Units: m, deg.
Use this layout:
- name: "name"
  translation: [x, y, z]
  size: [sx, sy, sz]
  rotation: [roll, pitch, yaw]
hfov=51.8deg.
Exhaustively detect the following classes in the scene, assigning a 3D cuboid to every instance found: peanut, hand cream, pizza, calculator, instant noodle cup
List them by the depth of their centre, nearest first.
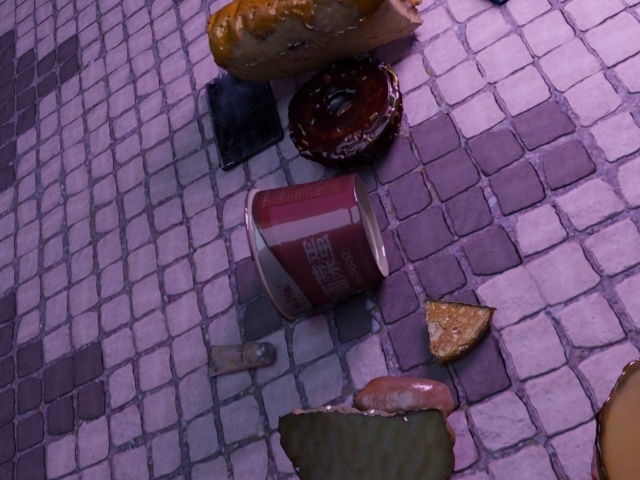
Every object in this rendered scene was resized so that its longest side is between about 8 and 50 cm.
- name: "peanut"
  translation: [0.122, 0.240, 0.975]
  size: [0.152, 0.076, 0.076]
  rotation: [-5, 65, 22]
- name: "pizza"
  translation: [0.201, 0.123, 1.014]
  size: [0.123, 0.026, 0.108]
  rotation: [-45, 58, 4]
- name: "instant noodle cup"
  translation: [0.000, 0.000, 1.079]
  size: [0.179, 0.235, 0.234]
  rotation: [-17, 60, 13]
- name: "hand cream"
  translation: [-0.145, 0.206, 1.174]
  size: [0.143, 0.039, 0.061]
  rotation: [-14, 63, 30]
- name: "calculator"
  translation: [-0.171, -0.280, 1.431]
  size: [0.161, 0.021, 0.261]
  rotation: [-26, 57, 17]

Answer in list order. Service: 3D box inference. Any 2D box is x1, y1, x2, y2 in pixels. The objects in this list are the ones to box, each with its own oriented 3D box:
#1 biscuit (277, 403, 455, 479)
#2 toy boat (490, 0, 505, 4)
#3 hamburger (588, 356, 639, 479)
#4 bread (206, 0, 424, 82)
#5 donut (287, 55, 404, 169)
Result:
- name: "biscuit"
  translation: [0.069, 0.325, 0.949]
  size: [0.274, 0.036, 0.187]
  rotation: [-6, 93, 28]
- name: "toy boat"
  translation: [0.297, -0.535, 1.268]
  size: [0.080, 0.046, 0.228]
  rotation: [-38, 56, 13]
- name: "hamburger"
  translation: [0.414, 0.267, 0.712]
  size: [0.303, 0.186, 0.261]
  rotation: [-33, 56, -11]
- name: "bread"
  translation: [-0.009, -0.420, 1.255]
  size: [0.376, 0.237, 0.165]
  rotation: [-11, 94, 26]
- name: "donut"
  translation: [0.052, -0.236, 1.236]
  size: [0.235, 0.089, 0.235]
  rotation: [-13, 62, 26]
